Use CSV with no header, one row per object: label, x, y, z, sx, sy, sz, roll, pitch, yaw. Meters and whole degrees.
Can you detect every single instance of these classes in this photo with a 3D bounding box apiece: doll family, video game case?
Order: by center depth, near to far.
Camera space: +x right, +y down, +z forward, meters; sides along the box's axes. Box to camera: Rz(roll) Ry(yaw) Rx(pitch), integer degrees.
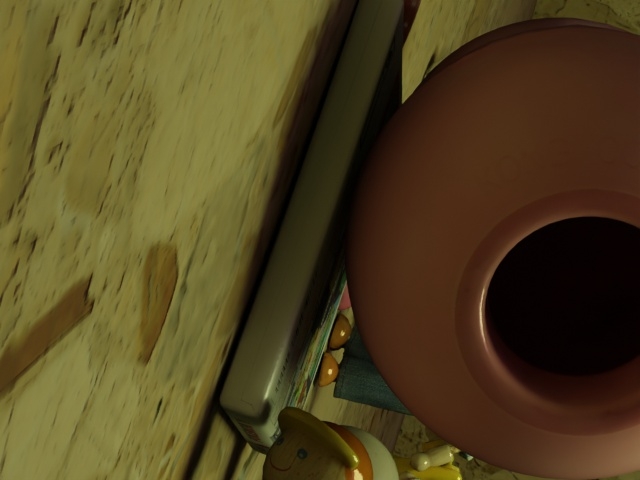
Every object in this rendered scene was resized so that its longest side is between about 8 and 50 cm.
video game case,0.000,0.000,0.869,0.183,0.023,0.201,79,29,-77
doll family,0.073,0.125,1.200,0.118,0.163,0.263,75,34,-79

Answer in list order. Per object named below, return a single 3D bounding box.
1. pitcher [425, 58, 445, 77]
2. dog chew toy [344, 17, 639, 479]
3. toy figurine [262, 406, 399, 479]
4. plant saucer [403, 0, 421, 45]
pitcher,0.102,-0.024,1.333,0.178,0.125,0.207,18,79,-63
dog chew toy,0.118,-0.018,0.892,0.332,0.206,0.206,-80,-174,-73
toy figurine,0.038,0.178,0.825,0.148,0.213,0.209,-54,168,-8
plant saucer,0.044,-0.133,0.904,0.083,0.013,0.083,18,90,-83
